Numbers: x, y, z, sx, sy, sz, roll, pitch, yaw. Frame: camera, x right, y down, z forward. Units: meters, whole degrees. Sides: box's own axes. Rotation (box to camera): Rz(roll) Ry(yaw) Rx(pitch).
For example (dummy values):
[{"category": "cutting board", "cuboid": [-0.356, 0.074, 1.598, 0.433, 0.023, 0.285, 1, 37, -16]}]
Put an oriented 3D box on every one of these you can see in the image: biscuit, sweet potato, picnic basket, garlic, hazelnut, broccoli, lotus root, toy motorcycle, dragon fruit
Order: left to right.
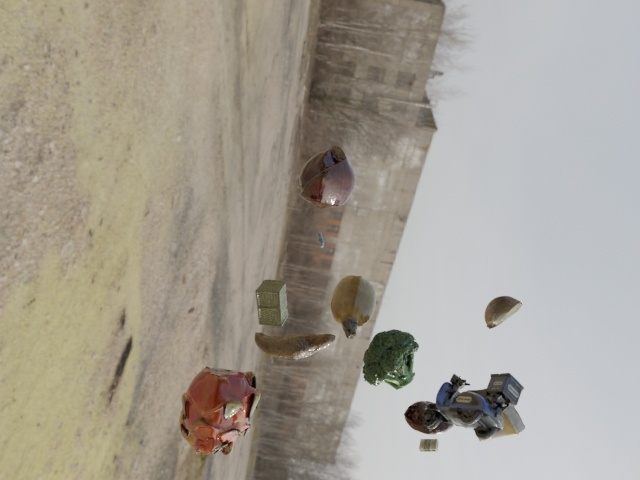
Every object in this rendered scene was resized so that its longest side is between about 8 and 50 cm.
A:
[{"category": "dragon fruit", "cuboid": [-0.283, 0.473, 1.430, 0.224, 0.223, 0.227, -119, -146, -88]}, {"category": "picnic basket", "cuboid": [-0.242, 0.316, 2.601, 0.154, 0.134, 0.197, -52, 140, -67]}, {"category": "sweet potato", "cuboid": [-0.110, 0.404, 1.954, 0.114, 0.341, 0.092, -71, 150, -48]}, {"category": "hazelnut", "cuboid": [0.013, -0.179, 1.453, 0.161, 0.170, 0.202, 55, 4, -36]}, {"category": "lotus root", "cuboid": [0.129, 0.269, 2.056, 0.310, 0.182, 0.183, -70, 173, -52]}, {"category": "broccoli", "cuboid": [0.284, 0.480, 2.039, 0.269, 0.242, 0.261, -32, 179, -28]}, {"category": "biscuit", "cuboid": [0.410, 0.664, 1.912, 0.192, 0.191, 0.050, -89, -178, -80]}, {"category": "toy motorcycle", "cuboid": [0.491, 0.544, 1.701, 0.213, 0.125, 0.358, -53, -165, -31]}, {"category": "garlic", "cuboid": [0.804, 0.311, 2.286, 0.101, 0.195, 0.087, 45, -21, 45]}]

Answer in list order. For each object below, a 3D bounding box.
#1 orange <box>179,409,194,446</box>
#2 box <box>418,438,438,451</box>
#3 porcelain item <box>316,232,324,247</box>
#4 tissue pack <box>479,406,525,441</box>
[{"category": "orange", "cuboid": [-0.526, 0.817, 2.313, 0.240, 0.239, 0.240, -170, -90, -88]}, {"category": "box", "cuboid": [0.492, 0.930, 2.303, 0.024, 0.083, 0.054, 59, 34, -27]}, {"category": "porcelain item", "cuboid": [0.000, 0.000, 2.560, 0.036, 0.028, 0.083, 100, -21, -56]}, {"category": "tissue pack", "cuboid": [0.744, 0.768, 2.203, 0.222, 0.090, 0.186, -39, -104, 47]}]
